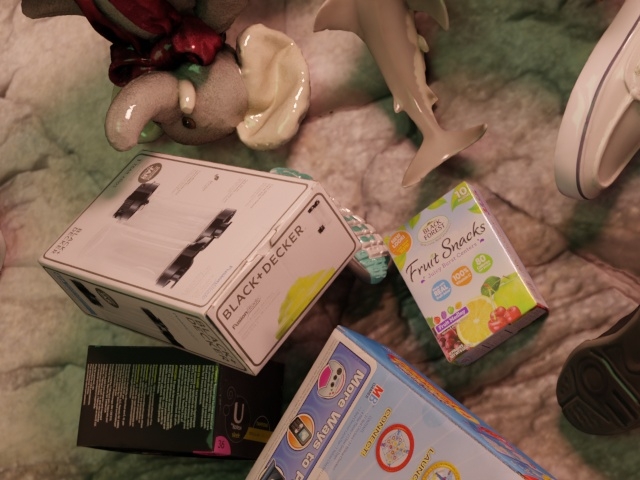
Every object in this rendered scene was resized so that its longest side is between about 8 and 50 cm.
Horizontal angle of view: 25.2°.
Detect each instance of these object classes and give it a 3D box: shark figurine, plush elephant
[{"bbox_3d":[0.055,-0.189,1.367,0.166,0.116,0.278,179,79,-72],"label":"shark figurine"},{"bbox_3d":[-0.160,-0.199,1.433,0.272,0.330,0.255,-5,99,37],"label":"plush elephant"}]

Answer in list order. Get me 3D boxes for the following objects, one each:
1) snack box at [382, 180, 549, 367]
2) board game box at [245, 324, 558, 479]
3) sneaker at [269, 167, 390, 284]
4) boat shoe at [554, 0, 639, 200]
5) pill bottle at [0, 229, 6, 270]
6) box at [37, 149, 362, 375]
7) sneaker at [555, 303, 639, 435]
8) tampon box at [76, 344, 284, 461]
[{"bbox_3d":[0.133,0.031,1.325,0.100,0.037,0.141,-35,64,17],"label":"snack box"},{"bbox_3d":[0.048,0.280,1.244,0.302,0.086,0.308,37,98,46],"label":"board game box"},{"bbox_3d":[0.000,0.000,1.404,0.166,0.065,0.076,43,117,33],"label":"sneaker"},{"bbox_3d":[0.297,-0.148,1.245,0.088,0.096,0.267,28,85,36],"label":"boat shoe"},{"bbox_3d":[-0.481,-0.049,1.623,0.153,0.153,0.264,-47,61,13],"label":"pill bottle"},{"bbox_3d":[-0.121,0.013,1.360,0.290,0.087,0.169,11,55,48],"label":"box"},{"bbox_3d":[0.296,0.082,1.203,0.087,0.130,0.227,54,134,22],"label":"sneaker"},{"bbox_3d":[-0.135,0.160,1.399,0.161,0.120,0.101,-1,78,30],"label":"tampon box"}]
